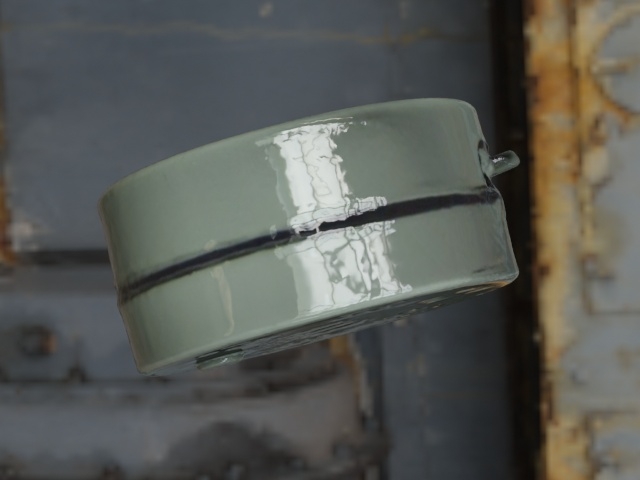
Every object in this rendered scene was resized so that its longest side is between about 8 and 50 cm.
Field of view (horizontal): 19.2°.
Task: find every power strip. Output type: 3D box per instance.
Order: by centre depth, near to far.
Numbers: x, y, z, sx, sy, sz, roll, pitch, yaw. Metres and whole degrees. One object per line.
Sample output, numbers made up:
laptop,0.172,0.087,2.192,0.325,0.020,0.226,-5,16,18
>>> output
power strip,0.000,0.000,1.594,0.357,0.357,0.161,8,66,-74
